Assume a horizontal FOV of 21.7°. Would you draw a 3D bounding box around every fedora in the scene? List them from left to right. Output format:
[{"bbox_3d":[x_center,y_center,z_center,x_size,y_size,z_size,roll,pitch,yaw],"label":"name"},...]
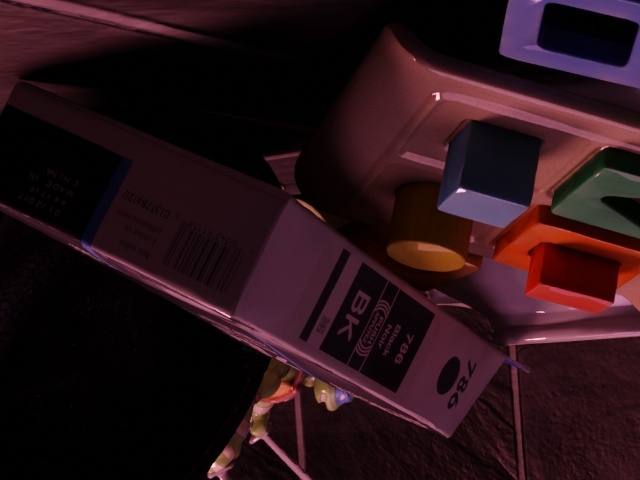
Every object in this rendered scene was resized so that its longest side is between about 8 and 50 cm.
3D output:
[{"bbox_3d":[-0.161,0.048,0.994,0.152,0.334,0.334,31,-168,26],"label":"fedora"}]

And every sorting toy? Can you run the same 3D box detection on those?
[{"bbox_3d":[0.093,-0.012,0.731,0.196,0.047,0.348,19,159,-8],"label":"sorting toy"}]

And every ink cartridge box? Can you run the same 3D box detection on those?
[{"bbox_3d":[-0.020,0.027,0.856,0.165,0.065,0.332,23,175,31],"label":"ink cartridge box"}]

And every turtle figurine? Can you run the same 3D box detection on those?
[{"bbox_3d":[-0.106,0.163,1.520,0.266,0.275,0.198,16,-146,14],"label":"turtle figurine"}]

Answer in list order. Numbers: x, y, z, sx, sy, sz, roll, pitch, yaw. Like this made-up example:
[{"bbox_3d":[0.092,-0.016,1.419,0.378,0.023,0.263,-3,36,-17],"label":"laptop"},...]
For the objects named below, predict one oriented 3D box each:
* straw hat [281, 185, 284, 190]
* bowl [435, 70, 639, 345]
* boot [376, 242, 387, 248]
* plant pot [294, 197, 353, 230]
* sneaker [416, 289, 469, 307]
[{"bbox_3d":[-0.093,-0.005,1.238,0.144,0.061,0.144,-4,175,0],"label":"straw hat"},{"bbox_3d":[0.165,-0.011,0.952,0.297,0.134,0.298,-4,175,0],"label":"bowl"},{"bbox_3d":[0.057,0.006,1.411,0.087,0.042,0.118,-38,-158,-10],"label":"boot"},{"bbox_3d":[0.000,0.000,1.341,0.083,0.083,0.079,-7,-174,36],"label":"plant pot"},{"bbox_3d":[0.135,0.014,1.678,0.222,0.083,0.118,5,154,-18],"label":"sneaker"}]
